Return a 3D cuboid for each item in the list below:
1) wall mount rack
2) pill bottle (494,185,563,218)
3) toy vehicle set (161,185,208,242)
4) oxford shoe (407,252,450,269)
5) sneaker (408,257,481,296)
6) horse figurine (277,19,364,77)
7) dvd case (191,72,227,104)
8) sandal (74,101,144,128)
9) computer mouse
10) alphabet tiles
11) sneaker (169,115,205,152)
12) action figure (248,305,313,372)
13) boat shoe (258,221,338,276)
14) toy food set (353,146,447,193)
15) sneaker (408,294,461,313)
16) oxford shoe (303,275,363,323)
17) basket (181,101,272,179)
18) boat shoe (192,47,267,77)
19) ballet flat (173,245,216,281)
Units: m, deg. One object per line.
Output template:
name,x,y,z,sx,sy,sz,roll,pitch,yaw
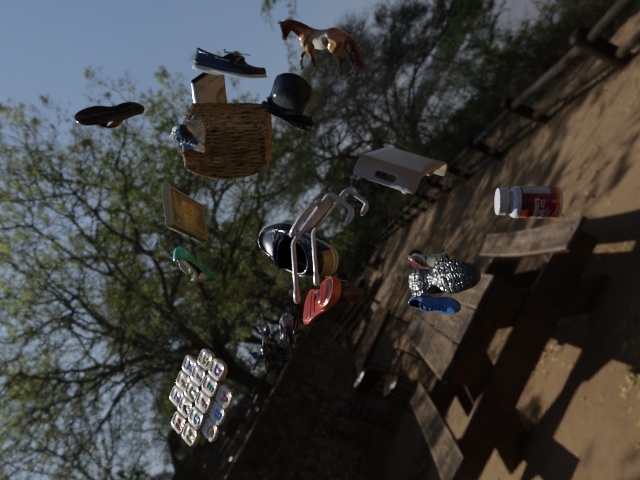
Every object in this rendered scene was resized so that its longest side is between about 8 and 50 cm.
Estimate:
wall mount rack,0.000,0.000,1.505,0.304,0.130,0.350,-54,-8,16
pill bottle,0.765,-0.141,1.979,0.121,0.221,0.121,1,-90,-83
toy vehicle set,-0.547,-0.102,2.181,0.267,0.035,0.166,39,-142,-67
oxford shoe,0.480,0.109,2.239,0.130,0.123,0.348,-38,22,-6
sneaker,0.393,0.110,1.633,0.286,0.130,0.109,-15,78,62
horse figurine,0.013,-0.572,1.595,0.174,0.263,0.066,80,-149,-46
dvd case,-0.439,-0.565,2.149,0.180,0.022,0.253,-51,-23,-37
sandal,-0.677,-0.399,1.738,0.219,0.090,0.060,-26,-37,-37
computer mouse,-0.095,-0.412,1.636,0.272,0.188,0.072,128,163,-75
alphabet tiles,-0.391,0.500,1.722,0.021,0.278,0.284,20,-86,-48
sneaker,-0.328,-0.280,1.353,0.191,0.071,0.083,-176,98,-86
action figure,-0.129,0.287,1.669,0.276,0.164,0.141,-42,-61,-52
boat shoe,-0.133,0.037,2.249,0.156,0.500,0.186,-6,-72,-38
toy food set,0.275,-0.232,1.807,0.306,0.220,0.092,-28,-46,-56
sneaker,0.441,0.256,2.095,0.082,0.209,0.069,-24,-66,-44
oxford shoe,0.024,0.174,1.432,0.271,0.098,0.097,137,141,-62
basket,-0.321,-0.350,1.889,0.223,0.299,0.213,-93,2,-56
boat shoe,-0.279,-0.547,1.659,0.095,0.255,0.079,-14,-63,-64
ballet flat,-0.557,0.129,2.346,0.083,0.247,0.087,-17,42,28
